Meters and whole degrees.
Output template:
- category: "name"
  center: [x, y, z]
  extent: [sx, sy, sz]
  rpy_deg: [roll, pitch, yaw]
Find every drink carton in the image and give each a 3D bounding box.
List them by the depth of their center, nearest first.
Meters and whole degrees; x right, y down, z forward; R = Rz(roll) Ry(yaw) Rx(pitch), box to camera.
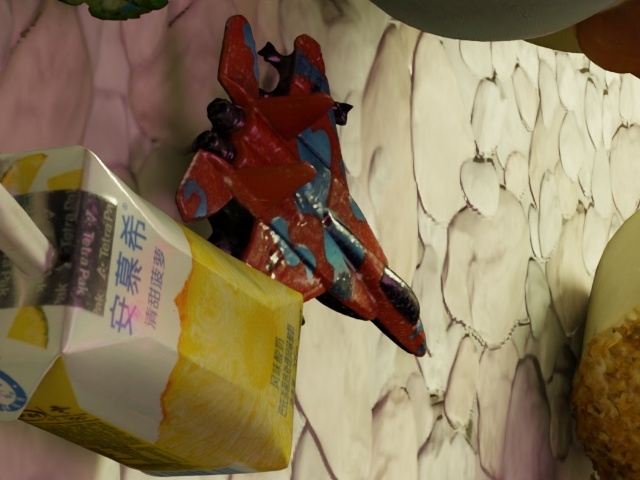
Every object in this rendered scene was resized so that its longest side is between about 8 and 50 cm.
- category: "drink carton"
  center: [-0.076, 0.020, 0.588]
  extent: [0.200, 0.075, 0.084]
  rpy_deg: [37, 55, -57]

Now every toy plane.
- category: "toy plane"
  center: [-0.003, 0.000, 0.758]
  extent: [0.189, 0.061, 0.130]
  rpy_deg: [59, 38, -53]

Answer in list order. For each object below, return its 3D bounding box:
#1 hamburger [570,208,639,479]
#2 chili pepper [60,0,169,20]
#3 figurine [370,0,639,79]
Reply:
- category: "hamburger"
  center: [0.284, 0.083, 1.110]
  extent: [0.294, 0.276, 0.179]
  rpy_deg: [47, 37, -48]
- category: "chili pepper"
  center: [-0.063, -0.187, 0.639]
  extent: [0.098, 0.061, 0.224]
  rpy_deg: [24, 69, -55]
- category: "figurine"
  center: [0.100, -0.160, 0.876]
  extent: [0.382, 0.205, 0.224]
  rpy_deg: [59, 31, -79]
